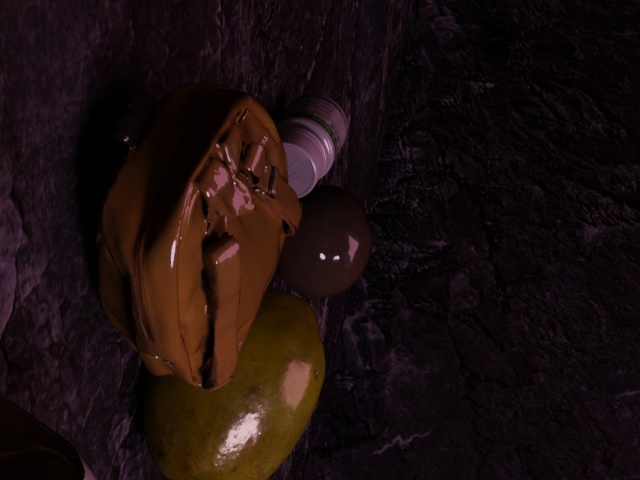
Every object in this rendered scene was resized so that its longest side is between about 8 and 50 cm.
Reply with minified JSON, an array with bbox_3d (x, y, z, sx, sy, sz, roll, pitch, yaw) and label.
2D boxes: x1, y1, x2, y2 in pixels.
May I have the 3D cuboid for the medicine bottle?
[{"bbox_3d":[-0.034,-0.181,1.836,0.237,0.139,0.139,-63,161,-59],"label":"medicine bottle"}]

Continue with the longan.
[{"bbox_3d":[0.000,0.000,2.012,0.248,0.248,0.248,10,90,-80],"label":"longan"}]

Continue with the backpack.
[{"bbox_3d":[-0.150,-0.021,1.149,0.378,0.201,0.353,91,14,-52],"label":"backpack"}]

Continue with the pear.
[{"bbox_3d":[-0.124,0.209,1.384,0.253,0.253,0.307,64,40,-73],"label":"pear"}]

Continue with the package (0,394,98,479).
[{"bbox_3d":[-0.274,0.252,0.832,0.165,0.221,0.311,-53,159,-21],"label":"package"}]
